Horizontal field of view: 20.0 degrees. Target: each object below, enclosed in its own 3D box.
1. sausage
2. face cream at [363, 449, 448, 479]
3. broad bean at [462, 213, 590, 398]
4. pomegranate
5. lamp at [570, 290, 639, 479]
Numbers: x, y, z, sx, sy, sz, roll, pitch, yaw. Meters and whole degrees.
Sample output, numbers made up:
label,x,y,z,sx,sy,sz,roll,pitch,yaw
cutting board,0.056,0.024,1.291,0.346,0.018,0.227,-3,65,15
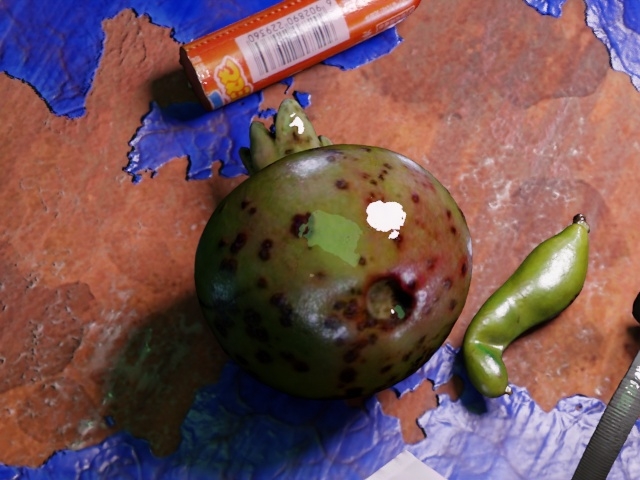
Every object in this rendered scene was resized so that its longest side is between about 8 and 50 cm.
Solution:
label,x,y,z,sx,sy,sz,roll,pitch,yaw
sausage,-0.007,-0.215,1.804,0.274,0.074,0.074,-27,66,-13
face cream,0.149,0.268,1.558,0.244,0.092,0.058,36,113,16
broad bean,0.195,0.054,1.677,0.070,0.048,0.213,29,67,15
pomegranate,-0.014,0.006,1.619,0.242,0.242,0.306,-38,48,-18
lamp,0.317,0.172,1.579,0.203,0.124,0.283,33,69,5
